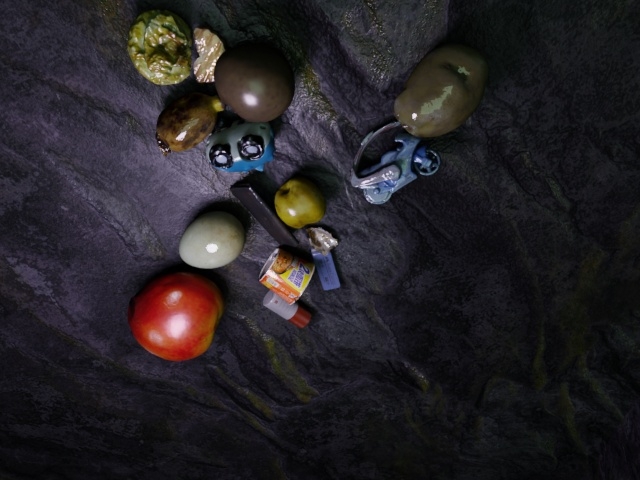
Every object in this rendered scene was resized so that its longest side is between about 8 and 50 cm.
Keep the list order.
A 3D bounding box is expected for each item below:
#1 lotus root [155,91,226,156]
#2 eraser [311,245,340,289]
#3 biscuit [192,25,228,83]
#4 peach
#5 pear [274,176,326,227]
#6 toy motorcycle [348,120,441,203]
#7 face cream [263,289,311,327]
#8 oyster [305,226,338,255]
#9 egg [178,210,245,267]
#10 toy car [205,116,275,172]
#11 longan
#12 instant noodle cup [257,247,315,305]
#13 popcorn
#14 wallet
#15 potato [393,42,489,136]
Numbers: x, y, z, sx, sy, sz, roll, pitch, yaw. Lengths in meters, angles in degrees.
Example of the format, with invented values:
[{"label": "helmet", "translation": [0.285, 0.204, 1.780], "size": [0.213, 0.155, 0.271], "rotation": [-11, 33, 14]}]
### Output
[{"label": "lotus root", "translation": [-0.454, -0.414, 1.623], "size": [0.314, 0.169, 0.141], "rotation": [-33, 150, 12]}, {"label": "eraser", "translation": [0.025, 0.117, 2.063], "size": [0.082, 0.036, 0.225], "rotation": [-12, 123, 7]}, {"label": "biscuit", "translation": [-0.363, -0.611, 1.566], "size": [0.118, 0.061, 0.183], "rotation": [6, 124, -9]}, {"label": "peach", "translation": [-0.600, 0.305, 1.963], "size": [0.388, 0.388, 0.388], "rotation": [-1, 122, -2]}, {"label": "pear", "translation": [-0.079, -0.143, 1.804], "size": [0.200, 0.200, 0.200], "rotation": [-1, 122, -2]}, {"label": "toy motorcycle", "translation": [0.257, -0.288, 1.732], "size": [0.319, 0.182, 0.241], "rotation": [-31, 119, 17]}, {"label": "face cream", "translation": [-0.149, 0.306, 2.138], "size": [0.214, 0.096, 0.096], "rotation": [37, 113, -24]}, {"label": "oyster", "translation": [-0.002, -0.009, 1.972], "size": [0.103, 0.051, 0.148], "rotation": [-42, 117, 1]}, {"label": "egg", "translation": [-0.435, 0.004, 1.862], "size": [0.295, 0.218, 0.218], "rotation": [-21, 122, 26]}, {"label": "toy car", "translation": [-0.275, -0.330, 1.680], "size": [0.255, 0.188, 0.190], "rotation": [-14, 145, 10]}, {"label": "longan", "translation": [-0.211, -0.509, 1.530], "size": [0.258, 0.258, 0.258], "rotation": [-1, 122, -2]}, {"label": "instant noodle cup", "translation": [-0.148, 0.141, 1.980], "size": [0.174, 0.213, 0.213], "rotation": [32, 116, -13]}, {"label": "popcorn", "translation": [-0.504, -0.609, 1.493], "size": [0.204, 0.183, 0.221], "rotation": [-13, 110, -10]}, {"label": "wallet", "translation": [-0.215, -0.101, 1.858], "size": [0.044, 0.170, 0.321], "rotation": [-49, 118, -20]}, {"label": "potato", "translation": [0.407, -0.494, 1.588], "size": [0.243, 0.221, 0.326], "rotation": [25, 108, -30]}]
